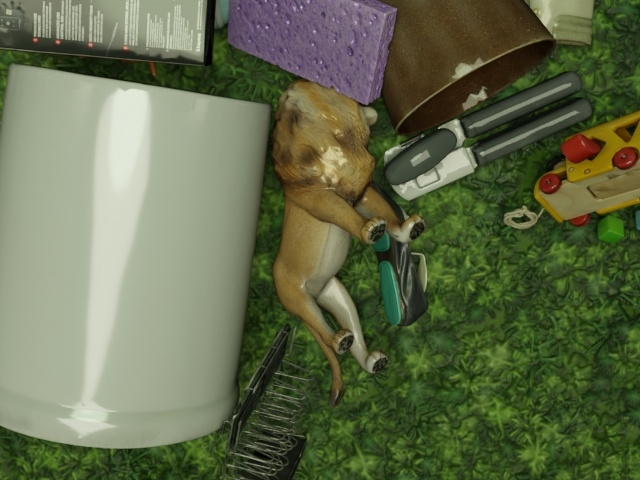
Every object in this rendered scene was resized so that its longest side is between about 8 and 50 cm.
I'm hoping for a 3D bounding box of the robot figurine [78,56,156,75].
[{"bbox_3d":[-0.256,-0.310,1.079,0.219,0.158,0.128,44,126,-8],"label":"robot figurine"}]

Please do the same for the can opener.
[{"bbox_3d":[0.216,-0.132,1.127,0.284,0.095,0.076,-24,100,5],"label":"can opener"}]

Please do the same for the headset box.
[{"bbox_3d":[-0.261,-0.312,0.956,0.293,0.110,0.218,4,102,-3],"label":"headset box"}]

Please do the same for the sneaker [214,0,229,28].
[{"bbox_3d":[-0.057,-0.417,1.062,0.208,0.127,0.318,2,106,-4],"label":"sneaker"}]

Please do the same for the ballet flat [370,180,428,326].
[{"bbox_3d":[0.105,0.014,1.175,0.074,0.074,0.203,-13,94,3],"label":"ballet flat"}]

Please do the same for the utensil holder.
[{"bbox_3d":[-0.232,0.004,1.041,0.328,0.327,0.385,10,99,-2],"label":"utensil holder"}]

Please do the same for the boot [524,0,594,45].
[{"bbox_3d":[0.256,-0.333,1.097,0.213,0.077,0.165,7,101,-9],"label":"boot"}]

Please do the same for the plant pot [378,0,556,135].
[{"bbox_3d":[0.133,-0.281,1.060,0.215,0.215,0.230,-28,83,5],"label":"plant pot"}]

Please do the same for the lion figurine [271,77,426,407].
[{"bbox_3d":[0.000,0.000,1.113,0.240,0.142,0.392,39,124,36],"label":"lion figurine"}]

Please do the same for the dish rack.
[{"bbox_3d":[-0.068,0.249,1.111,0.074,0.208,0.271,18,126,8],"label":"dish rack"}]

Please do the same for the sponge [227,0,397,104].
[{"bbox_3d":[-0.016,-0.250,1.022,0.210,0.031,0.117,28,134,21],"label":"sponge"}]

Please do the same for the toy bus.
[{"bbox_3d":[0.358,-0.095,1.129,0.202,0.191,0.104,9,57,-2],"label":"toy bus"}]
